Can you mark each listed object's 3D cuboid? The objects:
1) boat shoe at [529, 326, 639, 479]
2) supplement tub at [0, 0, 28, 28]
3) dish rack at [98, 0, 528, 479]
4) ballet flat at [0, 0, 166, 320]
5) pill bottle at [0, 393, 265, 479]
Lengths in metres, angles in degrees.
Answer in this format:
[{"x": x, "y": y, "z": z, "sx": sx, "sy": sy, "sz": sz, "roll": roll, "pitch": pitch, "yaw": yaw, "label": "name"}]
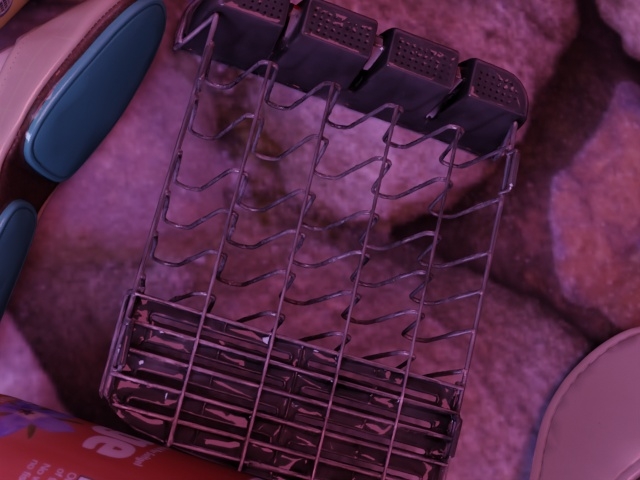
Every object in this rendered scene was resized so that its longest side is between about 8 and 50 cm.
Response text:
[{"x": 0.163, "y": 0.146, "z": 0.654, "sx": 0.206, "sy": 0.075, "sz": 0.065, "roll": -60, "pitch": 144, "yaw": -22, "label": "boat shoe"}, {"x": -0.179, "y": -0.186, "z": 0.542, "sx": 0.144, "sy": 0.144, "sz": 0.199, "roll": 41, "pitch": 72, "yaw": -8, "label": "supplement tub"}, {"x": 0.000, "y": 0.000, "z": 0.600, "sx": 0.208, "sy": 0.074, "sz": 0.271, "roll": 18, "pitch": 73, "yaw": -13, "label": "dish rack"}, {"x": -0.168, "y": -0.039, "z": 0.562, "sx": 0.086, "sy": 0.086, "sz": 0.248, "roll": 29, "pitch": 75, "yaw": -11, "label": "ballet flat"}, {"x": -0.080, "y": 0.151, "z": 0.489, "sx": 0.216, "sy": 0.121, "sz": 0.121, "roll": 15, "pitch": 75, "yaw": 15, "label": "pill bottle"}]
